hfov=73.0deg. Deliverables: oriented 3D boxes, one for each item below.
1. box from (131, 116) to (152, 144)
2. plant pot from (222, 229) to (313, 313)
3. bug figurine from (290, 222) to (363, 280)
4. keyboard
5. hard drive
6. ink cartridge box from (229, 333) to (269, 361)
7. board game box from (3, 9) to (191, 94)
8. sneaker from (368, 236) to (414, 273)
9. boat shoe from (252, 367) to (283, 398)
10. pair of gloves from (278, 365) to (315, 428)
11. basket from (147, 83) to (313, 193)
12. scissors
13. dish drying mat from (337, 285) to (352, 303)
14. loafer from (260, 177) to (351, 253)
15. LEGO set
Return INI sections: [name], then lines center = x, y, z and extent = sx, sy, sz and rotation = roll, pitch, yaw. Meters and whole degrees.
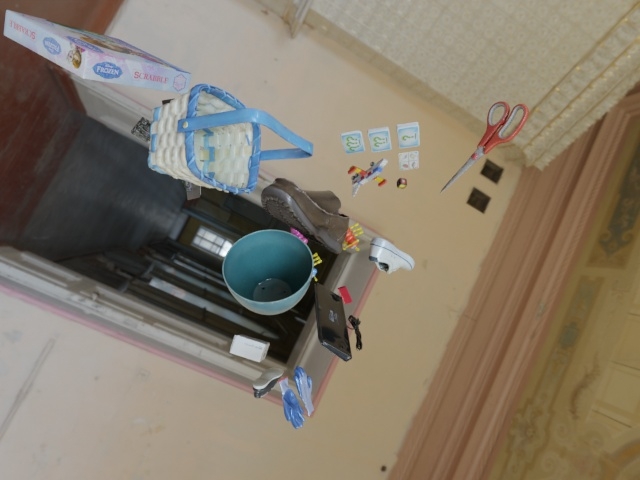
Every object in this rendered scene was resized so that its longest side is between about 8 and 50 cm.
[box]
center = -0.572, -0.361, 1.436
extent = 0.067, 0.083, 0.018
rotation = -42, -134, 19
[plant pot]
center = -0.169, 0.136, 1.452
extent = 0.195, 0.290, 0.290
rotation = 92, 12, -50
[bug figurine]
center = 0.000, 0.000, 1.524
extent = 0.279, 0.216, 0.072
rotation = -37, 171, 20
[keyboard]
center = 0.060, 0.270, 1.395
extent = 0.033, 0.201, 0.317
rotation = -49, -161, 20
[hard drive]
center = -0.560, -0.364, 1.754
extent = 0.237, 0.064, 0.339
rotation = 126, -54, -66
[ink cartridge box]
center = -0.216, 0.331, 1.336
extent = 0.135, 0.099, 0.056
rotation = 94, 14, -79
[board game box]
center = -0.568, -0.485, 1.134
extent = 0.318, 0.318, 0.066
rotation = -22, 138, -60
[sneaker]
center = 0.239, 0.070, 1.500
extent = 0.094, 0.258, 0.091
rotation = 18, -98, 45
[boat shoe]
center = -0.135, 0.367, 1.119
extent = 0.125, 0.046, 0.038
rotation = -20, 117, -70
[pair of gloves]
center = -0.067, 0.486, 1.355
extent = 0.023, 0.159, 0.198
rotation = -21, 173, 23
[basket]
center = -0.187, -0.202, 0.882
extent = 0.254, 0.288, 0.201
rotation = 15, 80, -68
[scissors]
center = 0.430, -0.232, 1.148
extent = 0.109, 0.021, 0.297
rotation = 45, -67, 40
[dish drying mat]
center = 0.090, 0.198, 1.569
extent = 0.032, 0.083, 0.008
rotation = -16, -145, 14
[loafer]
center = -0.025, -0.081, 1.098
extent = 0.130, 0.133, 0.366
rotation = -63, 154, -6
[LEGO set]
center = 0.157, -0.187, 1.081
extent = 0.244, 0.182, 0.060
rotation = 63, 24, -62
